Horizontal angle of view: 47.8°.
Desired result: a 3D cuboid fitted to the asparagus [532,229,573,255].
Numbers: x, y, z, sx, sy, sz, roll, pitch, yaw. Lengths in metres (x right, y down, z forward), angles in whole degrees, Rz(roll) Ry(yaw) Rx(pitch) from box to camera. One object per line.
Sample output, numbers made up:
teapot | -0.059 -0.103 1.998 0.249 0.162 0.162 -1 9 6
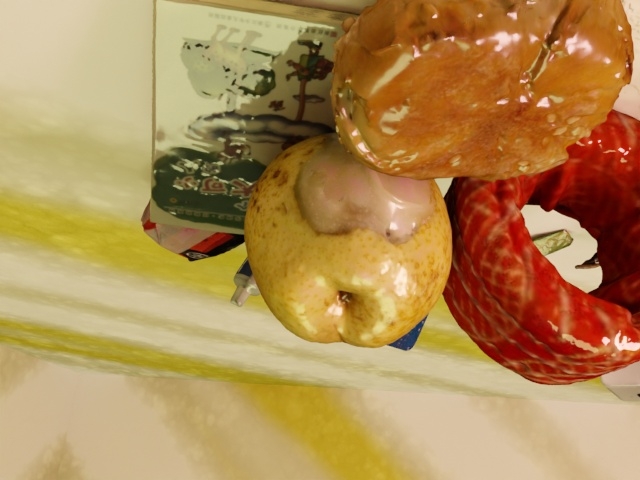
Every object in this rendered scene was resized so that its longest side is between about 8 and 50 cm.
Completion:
asparagus | 0.397 0.020 1.368 0.045 0.041 0.178 9 160 -32

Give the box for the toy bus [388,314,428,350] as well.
toy bus | 0.065 0.106 1.462 0.287 0.138 0.175 20 -173 -28

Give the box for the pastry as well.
pastry | 0.154 -0.180 0.736 0.310 0.162 0.255 4 139 -23

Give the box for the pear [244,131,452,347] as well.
pear | 0.034 0.003 0.876 0.271 0.271 0.271 5 159 2

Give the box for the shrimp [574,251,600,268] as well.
shrimp | 0.556 -0.013 1.210 0.262 0.066 0.117 -13 140 10

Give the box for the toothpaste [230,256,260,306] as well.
toothpaste | -0.067 -0.007 1.132 0.047 0.268 0.069 21 150 17

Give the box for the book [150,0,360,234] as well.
book | -0.085 -0.137 0.918 0.260 0.043 0.371 6 140 -9

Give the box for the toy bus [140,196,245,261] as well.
toy bus | -0.189 -0.062 1.203 0.147 0.127 0.302 25 154 -27

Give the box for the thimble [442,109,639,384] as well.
thimble | 0.323 0.003 0.941 0.350 0.350 0.230 8 159 -5

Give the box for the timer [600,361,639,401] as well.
timer | 0.771 0.265 1.686 0.192 0.194 0.195 -8 154 32
